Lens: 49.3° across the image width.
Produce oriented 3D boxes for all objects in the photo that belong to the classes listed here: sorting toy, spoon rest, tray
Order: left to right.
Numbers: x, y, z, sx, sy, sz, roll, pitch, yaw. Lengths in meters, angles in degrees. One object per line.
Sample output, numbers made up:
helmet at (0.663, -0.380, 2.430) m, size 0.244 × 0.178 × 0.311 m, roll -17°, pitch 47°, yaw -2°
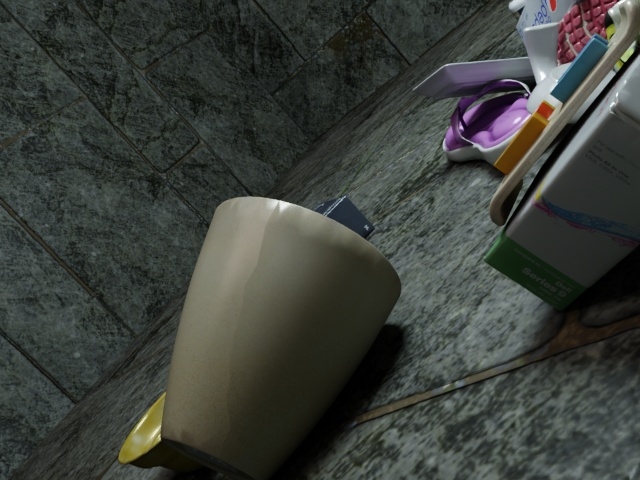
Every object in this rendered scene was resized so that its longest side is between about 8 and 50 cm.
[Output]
tray at (0.317, -0.292, 1.259) m, size 0.270 × 0.030 × 0.145 m, roll -9°, pitch -4°, yaw -16°
sorting toy at (0.221, -0.126, 0.650) m, size 0.208 × 0.038 × 0.193 m, roll -61°, pitch -10°, yaw 25°
spoon rest at (0.351, -0.227, 0.998) m, size 0.137 × 0.084 × 0.276 m, roll -9°, pitch 35°, yaw 8°

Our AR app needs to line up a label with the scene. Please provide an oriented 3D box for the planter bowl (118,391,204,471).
planter bowl at (-0.180, 0.264, 1.008) m, size 0.217 × 0.090 × 0.217 m, roll -41°, pitch 11°, yaw 9°

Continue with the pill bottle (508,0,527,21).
pill bottle at (0.465, -0.498, 1.496) m, size 0.094 × 0.169 × 0.094 m, roll -40°, pitch 11°, yaw 9°

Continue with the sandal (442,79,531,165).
sandal at (0.291, -0.219, 1.203) m, size 0.169 × 0.102 × 0.416 m, roll -41°, pitch 11°, yaw 3°

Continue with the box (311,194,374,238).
box at (0.000, 0.000, 1.399) m, size 0.156 × 0.093 × 0.158 m, roll -46°, pitch 13°, yaw -18°

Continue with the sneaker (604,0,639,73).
sneaker at (0.370, -0.168, 0.622) m, size 0.145 × 0.147 × 0.384 m, roll -40°, pitch 12°, yaw -1°

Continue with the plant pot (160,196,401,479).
plant pot at (-0.070, 0.134, 0.829) m, size 0.256 × 0.256 × 0.274 m, roll -24°, pitch 37°, yaw 58°

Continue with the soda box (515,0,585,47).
soda box at (0.417, -0.401, 1.182) m, size 0.091 × 0.098 × 0.286 m, roll -22°, pitch -11°, yaw 1°

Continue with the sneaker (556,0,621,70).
sneaker at (0.473, -0.333, 1.043) m, size 0.112 × 0.121 × 0.299 m, roll -9°, pitch -20°, yaw -39°

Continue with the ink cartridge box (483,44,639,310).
ink cartridge box at (0.247, -0.060, 0.592) m, size 0.154 × 0.093 × 0.212 m, roll -49°, pitch -11°, yaw -34°
